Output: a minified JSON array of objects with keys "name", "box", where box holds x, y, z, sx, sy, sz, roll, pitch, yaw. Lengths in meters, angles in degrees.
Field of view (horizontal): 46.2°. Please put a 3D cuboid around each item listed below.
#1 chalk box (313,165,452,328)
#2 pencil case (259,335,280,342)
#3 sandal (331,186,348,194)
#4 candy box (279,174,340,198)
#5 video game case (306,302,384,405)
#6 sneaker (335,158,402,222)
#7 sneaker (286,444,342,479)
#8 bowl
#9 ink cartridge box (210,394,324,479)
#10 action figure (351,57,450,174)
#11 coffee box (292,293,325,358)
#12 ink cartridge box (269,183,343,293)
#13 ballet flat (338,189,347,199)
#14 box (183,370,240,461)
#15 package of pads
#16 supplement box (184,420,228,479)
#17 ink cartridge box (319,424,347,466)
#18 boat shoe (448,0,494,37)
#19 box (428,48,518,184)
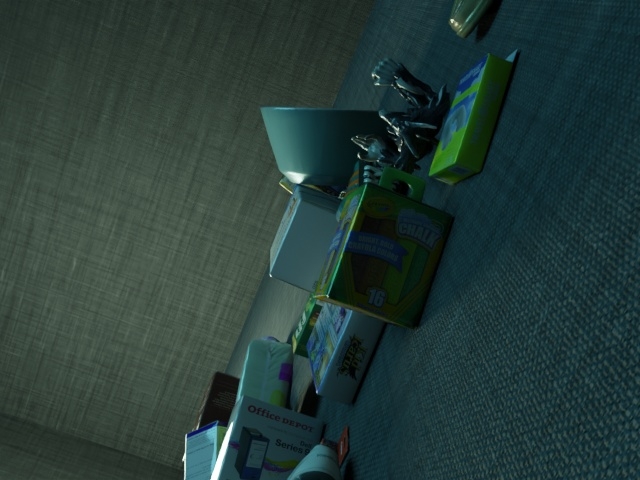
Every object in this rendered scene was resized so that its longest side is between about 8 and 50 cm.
[{"name":"chalk box","box":[0.091,0.001,1.051,0.132,0.132,0.213,159,130,-80]},{"name":"pencil case","box":[-0.139,0.307,2.019,0.206,0.088,0.086,174,115,-80]},{"name":"sandal","box":[0.037,-0.163,1.957,0.138,0.126,0.317,124,157,-45]},{"name":"candy box","box":[-0.007,-0.109,1.784,0.053,0.187,0.109,-51,8,16]},{"name":"video game case","box":[0.054,0.116,1.268,0.269,0.061,0.244,-118,50,-80]},{"name":"sneaker","box":[0.095,-0.094,1.360,0.302,0.108,0.121,-87,15,-70]},{"name":"sneaker","box":[-0.041,0.421,1.064,0.297,0.111,0.129,-59,0,19]},{"name":"bowl","box":[0.023,-0.206,1.633,0.311,0.312,0.163,-120,31,-80]},{"name":"ink cartridge box","box":[-0.097,0.387,1.253,0.093,0.154,0.212,121,168,-53]},{"name":"action figure","box":[0.125,-0.185,1.169,0.275,0.141,0.164,-53,-14,-75]},{"name":"coffee box","box":[-0.013,0.163,1.688,0.113,0.040,0.184,-105,36,-77]},{"name":"ink cartridge box","box":[0.000,0.000,1.546,0.232,0.168,0.171,-107,39,-78]},{"name":"ballet flat","box":[0.039,-0.028,1.700,0.070,0.070,0.188,158,131,-80]},{"name":"box","box":[-0.237,0.478,1.944,0.168,0.167,0.203,121,167,-53]},{"name":"package of pads","box":[-0.121,0.372,1.452,0.229,0.101,0.296,99,-179,-58]},{"name":"supplement box","box":[-0.208,0.506,1.561,0.114,0.111,0.220,-30,49,33]},{"name":"ink cartridge box","box":[0.008,0.336,1.132,0.063,0.029,0.115,-86,18,-66]},{"name":"boat shoe","box":[0.263,-0.501,1.248,0.121,0.110,0.341,144,147,-76]},{"name":"box","box":[0.208,-0.172,1.027,0.109,0.042,0.178,154,135,-78]}]
